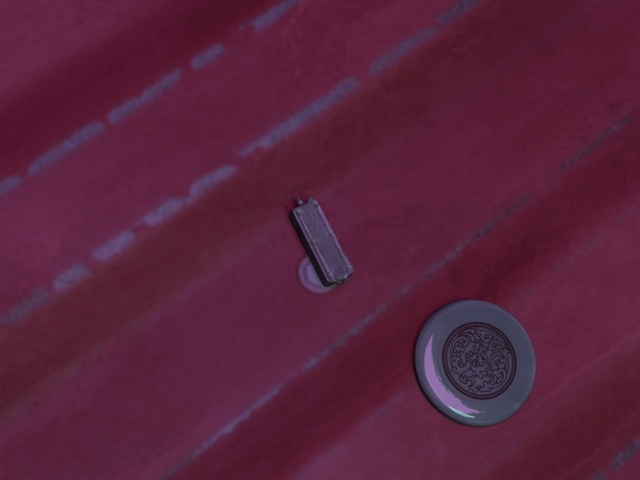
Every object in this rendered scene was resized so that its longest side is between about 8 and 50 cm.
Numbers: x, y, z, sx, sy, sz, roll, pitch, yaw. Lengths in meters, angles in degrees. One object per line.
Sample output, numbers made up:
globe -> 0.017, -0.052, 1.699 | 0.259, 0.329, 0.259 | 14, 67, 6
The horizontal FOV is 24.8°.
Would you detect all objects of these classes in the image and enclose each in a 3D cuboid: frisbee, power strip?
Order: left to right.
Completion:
power strip -> 0.000, 0.000, 1.228 | 0.027, 0.017, 0.083 | -24, 81, -22
frisbee -> 0.132, 0.102, 1.234 | 0.110, 0.014, 0.110 | 5, 72, -14
